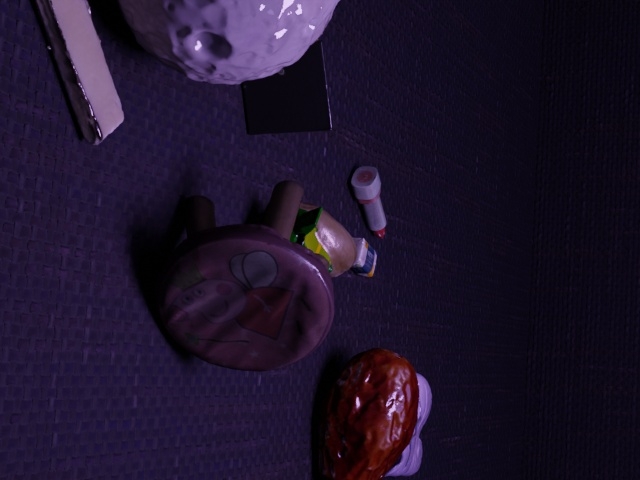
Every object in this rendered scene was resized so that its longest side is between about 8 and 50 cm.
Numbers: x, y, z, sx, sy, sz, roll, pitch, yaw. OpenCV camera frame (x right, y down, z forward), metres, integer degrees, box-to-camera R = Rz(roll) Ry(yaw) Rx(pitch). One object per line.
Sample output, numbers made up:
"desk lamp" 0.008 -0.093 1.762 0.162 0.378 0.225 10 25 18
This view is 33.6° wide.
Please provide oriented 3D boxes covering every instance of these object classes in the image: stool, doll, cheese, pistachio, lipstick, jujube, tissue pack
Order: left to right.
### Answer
"cheese" -0.337 -0.315 1.359 0.085 0.034 0.400 -61 143 -51
"stool" -0.108 0.050 1.620 0.178 0.272 0.272 -83 159 -50
"doll" -0.042 0.009 1.864 0.186 0.134 0.106 69 31 -48
"pistachio" 0.000 0.000 1.988 0.185 0.108 0.126 54 20 -41
"tissue pack" 0.086 0.036 2.233 0.083 0.042 0.062 43 56 -57
"jujube" 0.094 0.358 2.103 0.197 0.197 0.290 19 89 -63
"lipstick" 0.109 -0.070 2.270 0.186 0.057 0.063 73 31 -44

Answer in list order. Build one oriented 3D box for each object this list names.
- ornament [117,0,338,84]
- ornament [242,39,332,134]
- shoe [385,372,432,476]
"ornament" -0.122 -0.388 1.483 0.337 0.337 0.337 -5 96 -64
"ornament" -0.037 -0.288 1.874 0.196 0.153 0.166 -46 132 -68
"shoe" 0.182 0.420 2.391 0.137 0.095 0.245 2 96 -67
